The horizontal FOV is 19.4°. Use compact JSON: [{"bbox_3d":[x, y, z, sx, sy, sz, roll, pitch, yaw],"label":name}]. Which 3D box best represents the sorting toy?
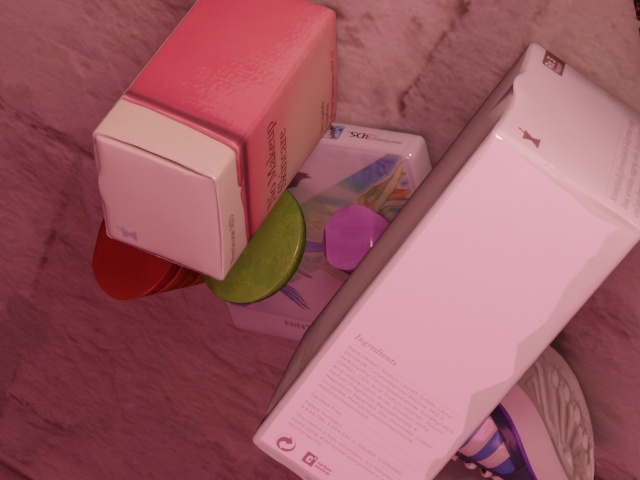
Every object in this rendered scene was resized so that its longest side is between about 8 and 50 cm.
[{"bbox_3d":[-0.059,0.016,1.913,0.365,0.127,0.126,-2,163,36],"label":"sorting toy"}]

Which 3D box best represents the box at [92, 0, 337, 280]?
[{"bbox_3d":[-0.090,-0.106,1.703,0.127,0.232,0.149,21,144,17],"label":"box"}]

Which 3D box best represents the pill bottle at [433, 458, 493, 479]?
[{"bbox_3d":[0.223,0.410,2.101,0.229,0.229,0.408,-10,128,44],"label":"pill bottle"}]

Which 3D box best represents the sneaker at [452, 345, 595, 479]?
[{"bbox_3d":[0.126,0.172,1.921,0.236,0.130,0.323,-10,136,27],"label":"sneaker"}]

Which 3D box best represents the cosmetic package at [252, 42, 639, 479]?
[{"bbox_3d":[0.120,0.040,1.623,0.156,0.217,0.385,36,121,-4],"label":"cosmetic package"}]

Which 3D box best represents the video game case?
[{"bbox_3d":[0.000,0.000,1.938,0.300,0.036,0.329,11,140,28],"label":"video game case"}]

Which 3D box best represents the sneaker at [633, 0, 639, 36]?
[{"bbox_3d":[0.285,-0.188,1.405,0.087,0.083,0.221,-11,174,4],"label":"sneaker"}]
